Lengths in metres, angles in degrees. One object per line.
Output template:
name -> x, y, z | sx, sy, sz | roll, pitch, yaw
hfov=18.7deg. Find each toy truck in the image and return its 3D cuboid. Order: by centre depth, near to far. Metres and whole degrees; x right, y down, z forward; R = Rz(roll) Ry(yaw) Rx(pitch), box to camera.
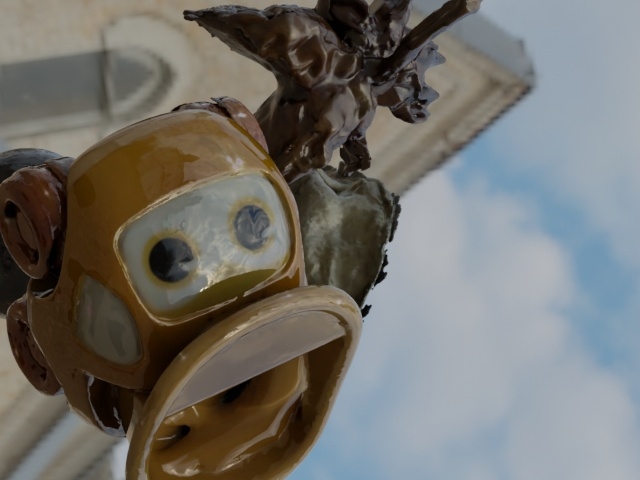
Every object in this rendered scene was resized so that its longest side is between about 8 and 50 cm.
toy truck -> -0.105, 0.050, 1.423 | 0.211, 0.204, 0.288 | 46, -35, 32

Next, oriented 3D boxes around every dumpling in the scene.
dumpling -> -0.005, 0.000, 1.884 | 0.166, 0.086, 0.332 | -45, -148, 30

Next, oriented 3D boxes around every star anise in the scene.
star anise -> 0.030, -0.175, 1.607 | 0.346, 0.237, 0.148 | -47, -153, 20

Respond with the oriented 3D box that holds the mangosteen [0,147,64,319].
mangosteen -> -0.373, -0.014, 2.349 | 0.243, 0.243, 0.243 | 26, -58, 52
